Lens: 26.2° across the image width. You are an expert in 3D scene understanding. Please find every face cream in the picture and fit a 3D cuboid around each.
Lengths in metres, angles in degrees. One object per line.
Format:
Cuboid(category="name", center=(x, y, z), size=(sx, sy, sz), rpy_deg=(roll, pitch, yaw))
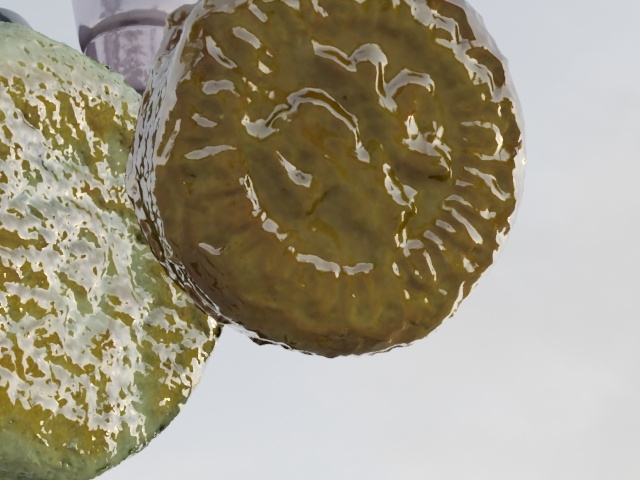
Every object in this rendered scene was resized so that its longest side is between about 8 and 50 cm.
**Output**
Cuboid(category="face cream", center=(-0.154, -0.228, 1.159), size=(0.154, 0.274, 0.096), rpy_deg=(-11, -20, 14))

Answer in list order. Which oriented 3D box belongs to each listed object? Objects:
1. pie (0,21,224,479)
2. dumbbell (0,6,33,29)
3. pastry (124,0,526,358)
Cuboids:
Cuboid(category="pie", center=(-0.185, 0.014, 0.956), size=(0.070, 0.323, 0.323), rpy_deg=(-9, -38, 43))
Cuboid(category="dumbbell", center=(-0.250, -0.033, 1.144), size=(0.185, 0.388, 0.185), rpy_deg=(-32, -15, -10))
Cuboid(category="pastry", center=(0.002, -0.041, 0.630), size=(0.188, 0.189, 0.103), rpy_deg=(18, -9, -18))
